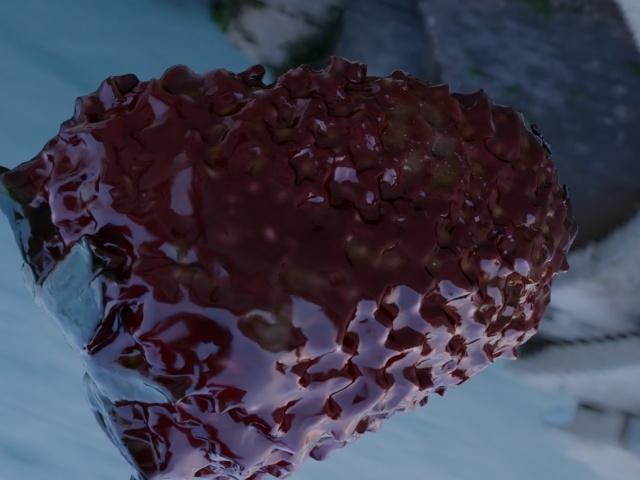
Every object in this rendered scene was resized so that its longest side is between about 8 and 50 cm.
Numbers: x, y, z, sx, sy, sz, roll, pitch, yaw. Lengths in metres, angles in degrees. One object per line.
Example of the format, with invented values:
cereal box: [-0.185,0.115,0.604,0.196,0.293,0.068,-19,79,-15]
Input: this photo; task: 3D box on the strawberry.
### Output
strawberry: [0.000,0.002,0.627,0.167,0.208,0.087,66,170,-20]
